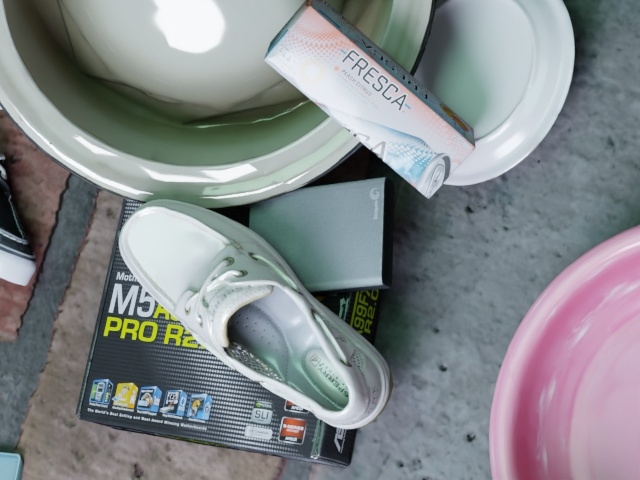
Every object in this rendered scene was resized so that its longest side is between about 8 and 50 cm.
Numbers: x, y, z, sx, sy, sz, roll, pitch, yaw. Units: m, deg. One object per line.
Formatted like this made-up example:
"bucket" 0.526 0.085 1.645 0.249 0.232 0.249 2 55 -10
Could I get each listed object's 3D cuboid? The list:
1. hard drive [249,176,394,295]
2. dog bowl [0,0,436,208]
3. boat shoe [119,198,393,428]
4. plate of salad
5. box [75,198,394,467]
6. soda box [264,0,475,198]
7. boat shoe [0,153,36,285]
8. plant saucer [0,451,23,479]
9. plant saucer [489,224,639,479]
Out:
"hard drive" 0.000 0.000 1.487 0.135 0.022 0.094 -7 72 29
"dog bowl" -0.103 -0.242 1.509 0.407 0.150 0.408 1 108 2
"boat shoe" -0.062 0.053 1.432 0.277 0.096 0.098 35 96 15
"plate of salad" 0.140 -0.143 1.504 0.199 0.048 0.200 -14 69 39
"box" -0.080 0.078 1.561 0.270 0.060 0.216 6 79 32
"soda box" 0.042 -0.120 1.432 0.183 0.058 0.063 39 107 -9
"boat shoe" -0.367 -0.066 1.756 0.301 0.108 0.102 41 100 40
"plant saucer" -0.371 0.237 1.715 0.192 0.018 0.067 2 76 30
"plant saucer" 0.292 0.147 1.304 0.332 0.084 0.332 -9 72 29
